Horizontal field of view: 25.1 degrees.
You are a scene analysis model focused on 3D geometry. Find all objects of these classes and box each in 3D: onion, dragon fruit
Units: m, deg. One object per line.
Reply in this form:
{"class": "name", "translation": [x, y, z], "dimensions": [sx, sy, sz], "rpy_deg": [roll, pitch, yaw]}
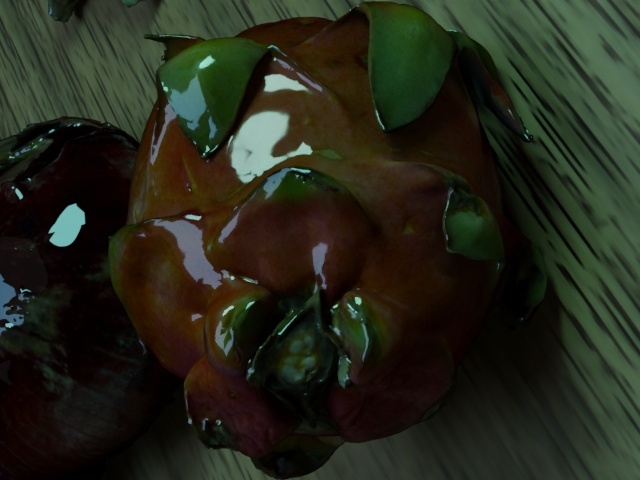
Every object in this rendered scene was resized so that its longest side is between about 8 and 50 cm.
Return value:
{"class": "onion", "translation": [-0.214, 0.024, 0.986], "dimensions": [0.272, 0.195, 0.272], "rpy_deg": [-14, 62, 27]}
{"class": "dragon fruit", "translation": [0.001, -0.003, 0.715], "dimensions": [0.224, 0.224, 0.227], "rpy_deg": [-52, 43, 38]}

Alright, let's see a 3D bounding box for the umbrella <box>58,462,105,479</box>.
{"class": "umbrella", "translation": [-0.175, 0.245, 1.027], "dimensions": [0.122, 0.110, 0.272], "rpy_deg": [-52, 53, 38]}

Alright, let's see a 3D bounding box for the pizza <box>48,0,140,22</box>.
{"class": "pizza", "translation": [-0.184, -0.284, 1.089], "dimensions": [0.323, 0.089, 0.223], "rpy_deg": [3, 87, 54]}
